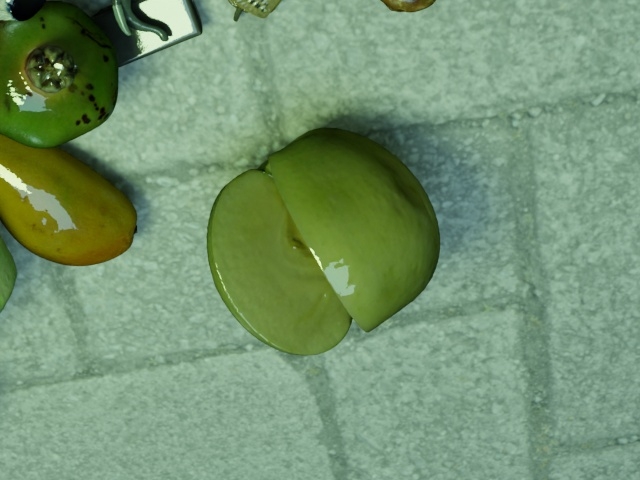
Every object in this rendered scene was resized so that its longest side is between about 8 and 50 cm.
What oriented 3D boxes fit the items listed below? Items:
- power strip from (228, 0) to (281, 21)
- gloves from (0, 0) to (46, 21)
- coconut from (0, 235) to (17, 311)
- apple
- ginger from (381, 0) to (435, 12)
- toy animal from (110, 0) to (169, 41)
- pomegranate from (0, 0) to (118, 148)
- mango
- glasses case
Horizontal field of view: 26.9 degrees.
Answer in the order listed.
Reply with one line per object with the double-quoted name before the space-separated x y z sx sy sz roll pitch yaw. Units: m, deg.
"power strip" -0.016 -0.371 1.579 0.064 0.044 0.305 30 118 -26
"gloves" -0.401 -0.307 1.506 0.119 0.229 0.097 -59 143 -18
"coconut" -0.534 0.038 1.674 0.328 0.281 0.328 6 128 8
"apple" 0.000 0.000 1.703 0.292 0.292 0.254 -30 95 15
"ginger" 0.084 -0.333 1.602 0.162 0.073 0.103 17 121 -26
"toy animal" -0.269 -0.342 1.543 0.137 0.082 0.269 -8 122 4
"pomegranate" -0.316 -0.189 1.537 0.180 0.210 0.180 -3 99 -16
"mango" -0.355 -0.052 1.732 0.253 0.113 0.138 35 115 -25
"glasses case" -0.241 -0.254 1.641 0.191 0.042 0.072 -20 115 9
